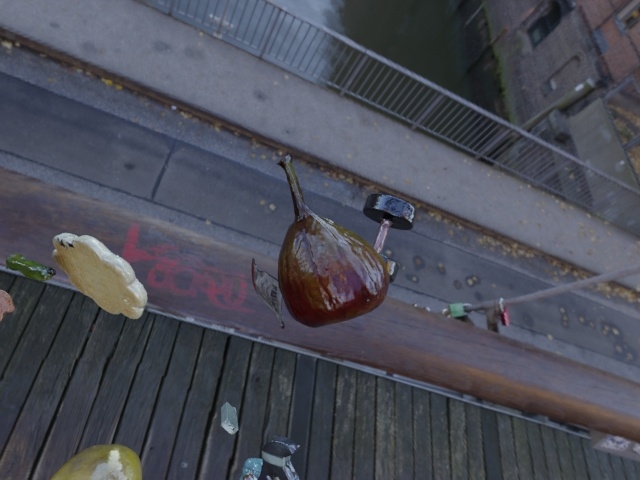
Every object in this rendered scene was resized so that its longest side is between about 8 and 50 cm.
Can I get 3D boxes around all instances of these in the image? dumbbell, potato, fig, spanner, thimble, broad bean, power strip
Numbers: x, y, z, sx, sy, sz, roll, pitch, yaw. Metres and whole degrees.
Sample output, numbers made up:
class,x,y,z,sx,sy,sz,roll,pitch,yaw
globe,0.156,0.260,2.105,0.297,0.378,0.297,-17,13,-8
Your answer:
class,x,y,z,sx,sy,sz,roll,pitch,yaw
dumbbell,0.167,-0.006,1.242,0.153,0.152,0.218,24,81,-15
potato,-0.664,0.722,1.221,0.290,0.397,0.295,45,36,-42
fig,-0.017,0.018,0.765,0.290,0.190,0.191,48,50,11
spanner,-0.103,0.387,0.641,0.087,0.315,0.024,43,27,16
thimble,-0.205,0.943,1.747,0.235,0.198,0.143,28,67,-30
broad bean,-0.795,0.077,1.231,0.214,0.070,0.048,10,56,30
power strip,-0.153,0.298,0.756,0.017,0.083,0.027,-42,101,-8

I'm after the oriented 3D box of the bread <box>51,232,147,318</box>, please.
class,x,y,z,sx,sy,sz,roll,pitch,yaw
bread,-0.608,0.099,1.248,0.316,0.316,0.054,37,47,-4

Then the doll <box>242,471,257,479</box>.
class,x,y,z,sx,sy,sz,roll,pitch,yaw
doll,-0.228,0.747,1.364,0.085,0.058,0.040,-39,40,-12

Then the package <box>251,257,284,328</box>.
class,x,y,z,sx,sy,sz,roll,pitch,yaw
package,-0.172,0.164,1.449,0.030,0.154,0.239,-16,30,-29

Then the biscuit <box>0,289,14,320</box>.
class,x,y,z,sx,sy,sz,roll,pitch,yaw
biscuit,-0.956,0.199,1.288,0.130,0.019,0.102,-41,102,-28
